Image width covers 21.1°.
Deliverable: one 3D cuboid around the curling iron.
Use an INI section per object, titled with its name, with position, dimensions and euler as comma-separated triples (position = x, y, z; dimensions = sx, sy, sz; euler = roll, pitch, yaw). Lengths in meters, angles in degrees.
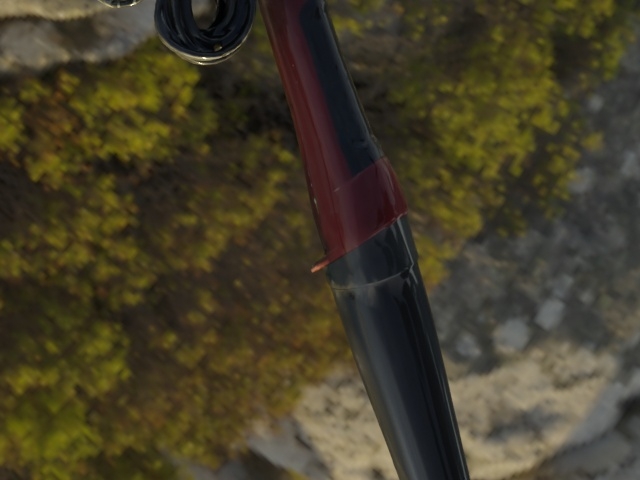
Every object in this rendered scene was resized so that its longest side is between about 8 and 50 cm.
[curling iron]
position = 0.000, 0.000, 0.533
dimensions = 0.068, 0.035, 0.274
euler = -29, 110, -16
